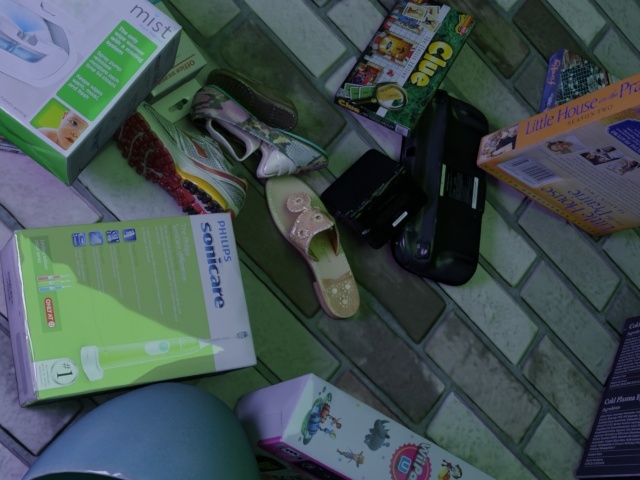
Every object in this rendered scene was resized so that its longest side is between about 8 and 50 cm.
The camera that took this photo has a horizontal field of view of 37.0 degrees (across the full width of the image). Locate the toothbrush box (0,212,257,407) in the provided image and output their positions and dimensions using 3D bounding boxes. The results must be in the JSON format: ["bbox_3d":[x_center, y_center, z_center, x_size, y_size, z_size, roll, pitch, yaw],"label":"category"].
[{"bbox_3d":[-0.245,0.086,1.219,0.283,0.122,0.206,-7,80,-28],"label":"toothbrush box"}]

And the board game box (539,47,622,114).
[{"bbox_3d":[0.468,-0.202,1.708,0.165,0.042,0.243,24,67,-20],"label":"board game box"}]

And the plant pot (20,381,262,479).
[{"bbox_3d":[-0.188,0.285,1.130,0.290,0.290,0.195,36,41,-14],"label":"plant pot"}]

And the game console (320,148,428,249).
[{"bbox_3d":[0.083,-0.064,1.457,0.122,0.071,0.107,-44,110,-15],"label":"game console"}]

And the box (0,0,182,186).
[{"bbox_3d":[-0.347,-0.244,1.201,0.262,0.127,0.231,38,72,-3],"label":"box"}]

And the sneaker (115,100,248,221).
[{"bbox_3d":[-0.195,-0.116,1.332,0.225,0.088,0.093,47,48,-14],"label":"sneaker"}]

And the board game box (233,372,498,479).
[{"bbox_3d":[0.045,0.298,1.252,0.303,0.224,0.097,30,64,-16],"label":"board game box"}]

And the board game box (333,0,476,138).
[{"bbox_3d":[0.140,-0.291,1.542,0.136,0.030,0.260,27,63,7],"label":"board game box"}]

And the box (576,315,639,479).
[{"bbox_3d":[0.643,0.329,1.577,0.343,0.179,0.312,34,63,-16],"label":"box"}]

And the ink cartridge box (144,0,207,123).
[{"bbox_3d":[-0.237,-0.259,1.350,0.104,0.061,0.181,-40,96,-29],"label":"ink cartridge box"}]

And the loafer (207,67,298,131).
[{"bbox_3d":[-0.100,-0.210,1.416,0.148,0.056,0.050,31,28,-9],"label":"loafer"}]

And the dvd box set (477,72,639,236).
[{"bbox_3d":[0.495,-0.129,1.463,0.307,0.420,0.062,26,64,-27],"label":"dvd box set"}]

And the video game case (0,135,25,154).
[{"bbox_3d":[-0.429,-0.213,1.264,0.173,0.022,0.190,10,72,-24],"label":"video game case"}]

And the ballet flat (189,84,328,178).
[{"bbox_3d":[-0.094,-0.140,1.382,0.221,0.077,0.079,30,67,-19],"label":"ballet flat"}]

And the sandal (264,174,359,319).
[{"bbox_3d":[0.005,-0.002,1.395,0.088,0.079,0.240,-24,88,-30],"label":"sandal"}]

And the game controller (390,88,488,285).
[{"bbox_3d":[0.197,-0.089,1.538,0.166,0.067,0.319,23,67,-36],"label":"game controller"}]
